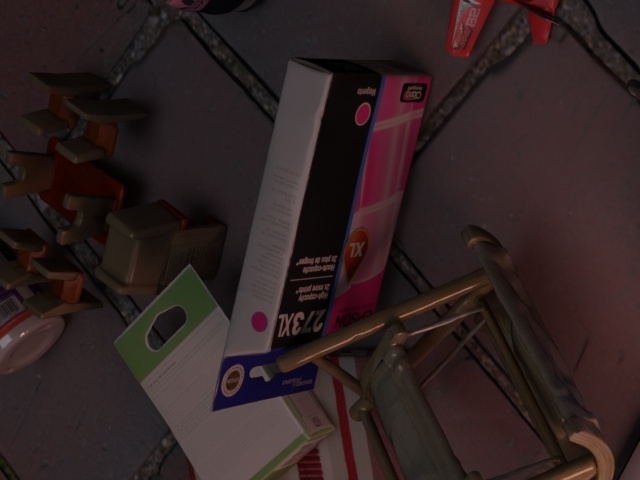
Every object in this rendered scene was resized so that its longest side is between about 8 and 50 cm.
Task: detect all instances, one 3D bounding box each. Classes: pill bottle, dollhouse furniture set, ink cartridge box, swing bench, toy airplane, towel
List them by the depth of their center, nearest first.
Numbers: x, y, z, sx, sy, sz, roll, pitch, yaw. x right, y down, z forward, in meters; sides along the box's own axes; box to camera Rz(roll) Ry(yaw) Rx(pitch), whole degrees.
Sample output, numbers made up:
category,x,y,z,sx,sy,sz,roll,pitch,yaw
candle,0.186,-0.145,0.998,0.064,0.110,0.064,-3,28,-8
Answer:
category,x,y,z,sx,sy,sz,roll,pitch,yaw
swing bench,0.133,0.170,1.747,0.254,0.165,0.253,-34,52,14
toy airplane,0.175,-0.242,1.764,0.151,0.028,0.151,11,109,34
ink cartridge box,0.000,0.000,1.832,0.069,0.175,0.371,25,108,33
ink cartridge box,-0.110,0.160,2.008,0.171,0.056,0.235,-44,72,36
towel,-0.019,0.236,2.018,0.329,0.037,0.237,-3,100,37
dollhouse furniture set,-0.245,-0.033,2.084,0.259,0.135,0.262,35,119,38
pill bottle,-0.408,0.060,2.213,0.193,0.108,0.108,50,124,17

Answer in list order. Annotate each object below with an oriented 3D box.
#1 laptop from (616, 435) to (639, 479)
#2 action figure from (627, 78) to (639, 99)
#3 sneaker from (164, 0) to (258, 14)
category,x,y,z,sx,sy,sz,roll,pitch,yaw
laptop,0.406,0.278,1.592,0.382,0.236,0.408,36,120,25
action figure,0.416,-0.215,1.553,0.330,0.178,0.341,-52,43,26
sneaker,-0.185,-0.374,1.931,0.319,0.131,0.112,52,125,15
